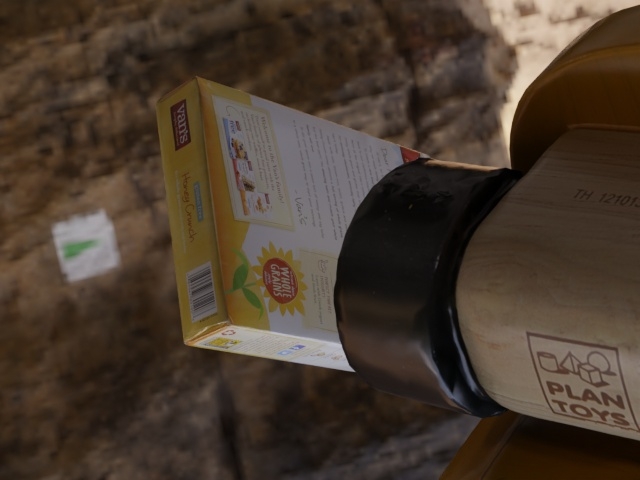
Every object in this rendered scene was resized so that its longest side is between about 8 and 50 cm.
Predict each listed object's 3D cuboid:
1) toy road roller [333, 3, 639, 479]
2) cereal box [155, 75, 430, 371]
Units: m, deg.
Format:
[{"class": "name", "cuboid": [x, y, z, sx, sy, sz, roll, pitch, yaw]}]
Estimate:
[{"class": "toy road roller", "cuboid": [0.181, 0.055, 0.582, 0.202, 0.329, 0.240, 9, -137, 41]}, {"class": "cereal box", "cuboid": [0.000, 0.000, 0.977, 0.047, 0.173, 0.240, -27, 151, 37]}]
